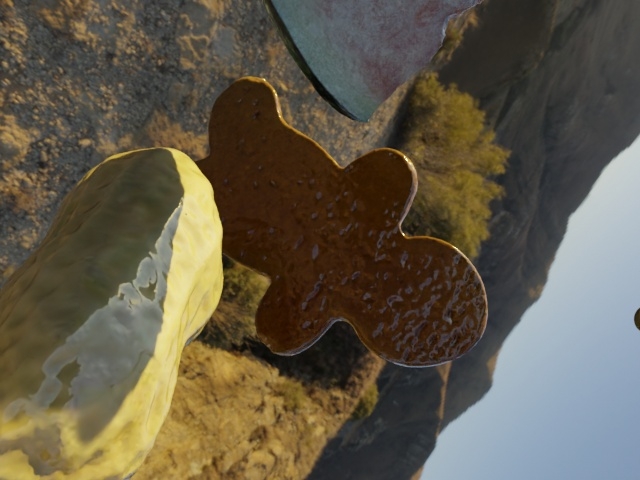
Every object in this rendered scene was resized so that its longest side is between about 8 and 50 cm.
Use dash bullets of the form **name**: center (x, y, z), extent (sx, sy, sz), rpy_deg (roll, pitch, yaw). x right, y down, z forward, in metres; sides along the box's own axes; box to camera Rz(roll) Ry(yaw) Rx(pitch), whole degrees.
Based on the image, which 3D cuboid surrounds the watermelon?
- **watermelon**: center (0.038, -0.189, 0.378), extent (0.207, 0.202, 0.136), rpy_deg (-67, 174, -56)

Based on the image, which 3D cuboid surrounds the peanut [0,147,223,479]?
- **peanut**: center (-0.156, 0.046, 0.374), extent (0.313, 0.152, 0.152), rpy_deg (-87, -163, -51)

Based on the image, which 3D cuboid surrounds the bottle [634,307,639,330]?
- **bottle**: center (0.569, 0.136, 0.798), extent (0.063, 0.101, 0.047), rpy_deg (128, -28, -60)

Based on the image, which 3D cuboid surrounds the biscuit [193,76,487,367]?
- **biscuit**: center (0.000, 0.000, 0.606), extent (0.283, 0.431, 0.064), rpy_deg (-57, 168, -6)
